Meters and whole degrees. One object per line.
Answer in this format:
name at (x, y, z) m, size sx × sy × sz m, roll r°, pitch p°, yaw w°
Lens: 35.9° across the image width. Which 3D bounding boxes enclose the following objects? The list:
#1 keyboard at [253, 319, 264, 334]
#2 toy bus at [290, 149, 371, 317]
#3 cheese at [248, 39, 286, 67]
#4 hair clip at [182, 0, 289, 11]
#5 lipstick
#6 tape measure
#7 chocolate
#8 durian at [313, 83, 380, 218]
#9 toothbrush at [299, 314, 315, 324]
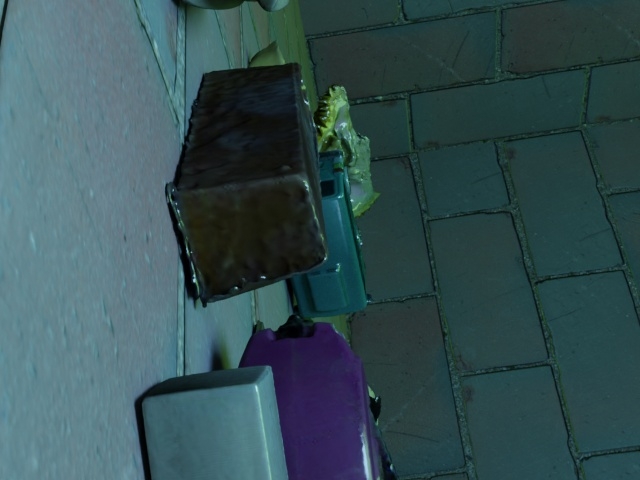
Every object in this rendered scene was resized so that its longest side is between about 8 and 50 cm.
keyboard at (-0.066, 0.137, 1.068) m, size 0.129 × 0.015 × 0.049 m, roll -90°, pitch 166°, yaw -65°
toy bus at (0.000, 0.000, 1.557) m, size 0.147 × 0.128 × 0.256 m, roll -91°, pitch 170°, yaw -51°
cheese at (-0.078, -0.252, 1.445) m, size 0.041 × 0.060 × 0.084 m, roll 63°, pitch 13°, yaw -78°
hair clip at (-0.084, -0.295, 0.942) m, size 0.282 × 0.113 × 0.173 m, roll -93°, pitch 174°, yaw -63°
lipstick at (-0.043, 0.268, 0.605) m, size 0.080 × 0.076 × 0.372 m, roll -24°, pitch 105°, yaw -86°
tape measure at (-0.003, 0.193, 0.828) m, size 0.232 × 0.149 × 0.245 m, roll 81°, pitch 3°, yaw -50°
chocolate at (-0.056, -0.066, 0.890) m, size 0.321 × 0.111 × 0.112 m, roll -92°, pitch 170°, yaw -63°
durian at (0.015, -0.138, 1.795) m, size 0.172 × 0.166 × 0.306 m, roll -91°, pitch 172°, yaw -46°
toothbrush at (-0.020, 0.143, 1.760) m, size 0.018 × 0.024 × 0.257 m, roll 62°, pitch -1°, yaw 15°
